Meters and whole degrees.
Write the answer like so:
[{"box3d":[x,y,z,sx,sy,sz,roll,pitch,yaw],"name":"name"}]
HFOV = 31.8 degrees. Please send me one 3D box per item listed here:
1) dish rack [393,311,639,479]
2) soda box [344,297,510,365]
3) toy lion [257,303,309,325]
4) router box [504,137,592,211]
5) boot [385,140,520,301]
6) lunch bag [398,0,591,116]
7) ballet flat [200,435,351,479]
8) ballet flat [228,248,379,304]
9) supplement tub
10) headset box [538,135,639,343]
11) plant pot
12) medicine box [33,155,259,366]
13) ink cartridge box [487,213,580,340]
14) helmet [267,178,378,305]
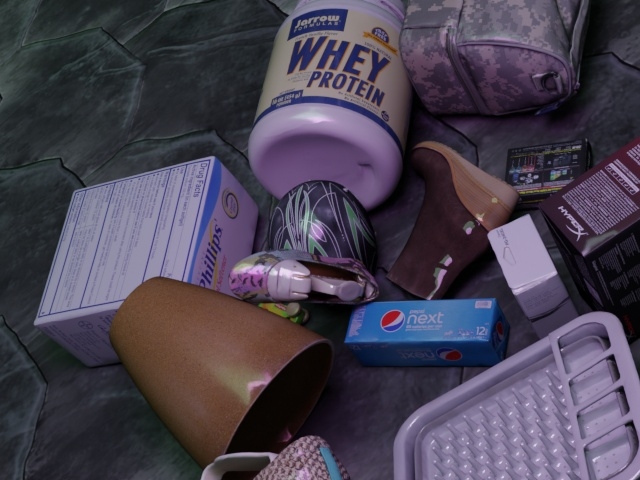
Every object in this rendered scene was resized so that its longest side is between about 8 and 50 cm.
[{"box3d":[0.237,0.251,1.309,0.333,0.072,0.285,-32,27,21],"name":"dish rack"},{"box3d":[0.144,0.127,1.529,0.210,0.071,0.067,-3,54,28],"name":"soda box"},{"box3d":[-0.079,0.126,1.686,0.100,0.034,0.096,23,76,41],"name":"toy lion"},{"box3d":[0.328,-0.093,1.619,0.122,0.038,0.092,-6,53,26],"name":"router box"},{"box3d":[0.155,-0.029,1.635,0.207,0.090,0.248,-51,36,-1],"name":"boot"},{"box3d":[0.286,-0.343,1.716,0.256,0.212,0.305,1,57,31],"name":"lunch bag"},{"box3d":[-0.125,0.364,1.343,0.483,0.164,0.182,-40,53,37],"name":"ballet flat"},{"box3d":[-0.013,0.055,1.507,0.079,0.221,0.077,26,108,54],"name":"ballet flat"},{"box3d":[0.027,-0.227,1.752,0.235,0.235,0.325,-8,51,25],"name":"supplement tub"},{"box3d":[0.443,-0.035,1.385,0.293,0.218,0.110,-35,46,3],"name":"headset box"},{"box3d":[-0.152,0.165,1.504,0.254,0.237,0.237,33,75,21],"name":"plant pot"},{"box3d":[-0.269,0.037,1.769,0.289,0.149,0.263,-11,51,26],"name":"medicine box"},{"box3d":[0.280,0.055,1.453,0.063,0.150,0.109,-26,47,10],"name":"ink cartridge box"},{"box3d":[0.000,0.000,1.646,0.169,0.161,0.169,-15,50,19],"name":"helmet"}]
